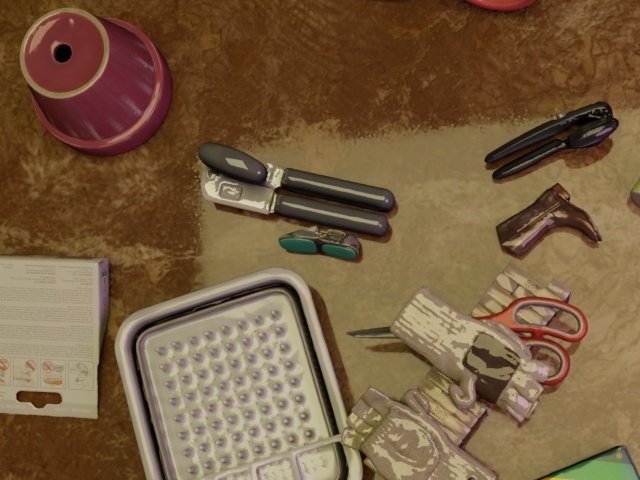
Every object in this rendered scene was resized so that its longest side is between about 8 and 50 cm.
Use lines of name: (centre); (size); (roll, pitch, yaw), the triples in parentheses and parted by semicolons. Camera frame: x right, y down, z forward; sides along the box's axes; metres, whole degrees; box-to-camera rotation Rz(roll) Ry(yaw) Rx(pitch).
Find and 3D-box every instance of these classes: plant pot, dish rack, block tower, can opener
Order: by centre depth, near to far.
block tower: (0.192, 0.181, 1.549); (0.097, 0.091, 0.335); (37, 86, 13)
dish rack: (-0.109, 0.226, 1.600); (0.285, 0.072, 0.333); (-18, 77, 6)
can opener: (0.311, -0.138, 1.609); (0.186, 0.073, 0.059); (-19, 85, 15)
can opener: (-0.038, -0.066, 1.639); (0.280, 0.093, 0.074); (14, 81, 7)
plant pot: (-0.328, -0.234, 1.668); (0.201, 0.180, 0.201); (-2, 80, 9)

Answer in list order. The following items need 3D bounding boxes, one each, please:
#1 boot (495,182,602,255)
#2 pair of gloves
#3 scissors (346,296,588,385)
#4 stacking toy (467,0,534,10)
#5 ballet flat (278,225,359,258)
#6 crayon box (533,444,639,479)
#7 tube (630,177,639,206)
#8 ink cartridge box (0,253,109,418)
boot: (0.305, -0.008, 1.594); (0.114, 0.037, 0.106); (-37, 63, -2)
pair of gloves: (0.155, 0.201, 1.478); (0.204, 0.042, 0.240); (28, 94, 11)
scissors: (0.187, 0.106, 1.511); (0.297, 0.021, 0.109); (12, 84, 12)
stacking toy: (0.159, -0.440, 1.586); (0.308, 0.279, 0.130); (10, 70, 12)
ballet flat: (0.000, 0.000, 1.647); (0.114, 0.041, 0.041); (9, 81, 11)
crayon box: (0.279, 0.412, 1.497); (0.318, 0.081, 0.202); (-25, 77, 5)
tube: (0.505, -0.139, 1.578); (0.070, 0.062, 0.240); (43, 82, -26)
ink cartridge box: (-0.392, 0.134, 1.686); (0.180, 0.056, 0.225); (2, 98, 9)
